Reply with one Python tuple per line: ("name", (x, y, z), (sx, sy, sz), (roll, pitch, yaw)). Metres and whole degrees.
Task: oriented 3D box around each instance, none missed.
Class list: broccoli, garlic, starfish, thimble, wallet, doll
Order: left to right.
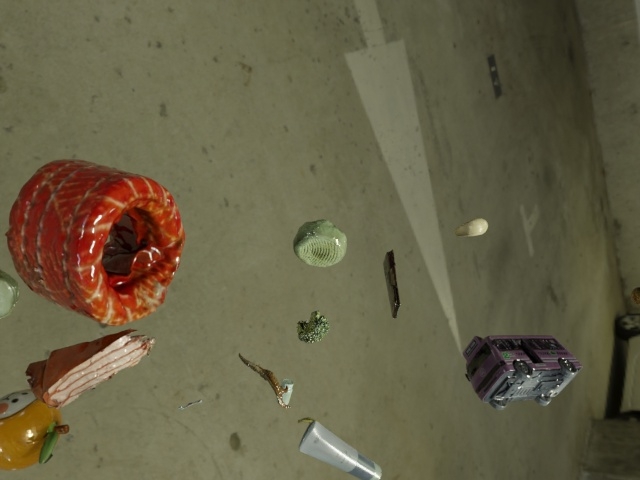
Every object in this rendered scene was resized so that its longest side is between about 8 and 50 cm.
("doll", (-0.766, 0.505, 1.405), (0.213, 0.235, 0.214), (3, 90, -79))
("thimble", (-0.478, 0.003, 1.162), (0.350, 0.230, 0.351), (12, 90, -71))
("starfish", (-0.174, 0.449, 1.731), (0.057, 0.213, 0.238), (-42, 95, -11))
("broccoli", (-0.020, 0.219, 1.357), (0.097, 0.095, 0.092), (67, 24, -61))
("wallet", (0.258, 0.157, 1.930), (0.122, 0.031, 0.233), (90, -3, -57))
("garlic", (0.368, -0.031, 1.286), (0.053, 0.083, 0.041), (-23, 97, -84))

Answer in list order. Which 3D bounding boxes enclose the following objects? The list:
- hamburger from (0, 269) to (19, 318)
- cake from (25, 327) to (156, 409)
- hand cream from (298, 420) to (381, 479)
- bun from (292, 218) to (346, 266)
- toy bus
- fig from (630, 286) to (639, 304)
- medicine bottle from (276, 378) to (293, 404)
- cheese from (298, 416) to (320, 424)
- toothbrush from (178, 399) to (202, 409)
("hamburger", (-0.793, 0.142, 1.306), (0.084, 0.054, 0.121), (30, 92, -20))
("cake", (-0.506, 0.281, 1.175), (0.135, 0.287, 0.098), (-117, -174, -57))
("hand cream", (0.053, 0.547, 1.345), (0.255, 0.048, 0.080), (38, 69, -21))
("bun", (0.000, 0.000, 1.812), (0.195, 0.195, 0.118), (47, 41, -40))
("toy bus", (0.314, 0.200, 0.835), (0.178, 0.087, 0.098), (5, 37, -29))
("fig", (0.890, 0.149, 1.449), (0.083, 0.050, 0.050), (-5, 88, -22))
("medicine bottle", (-0.126, 0.541, 1.886), (0.047, 0.047, 0.084), (2, 109, -55))
("cheese", (-0.021, 0.533, 1.503), (0.041, 0.060, 0.084), (-32, 78, -33))
("toothbrush", (-0.439, 0.555, 1.789), (0.013, 0.131, 0.011), (37, 42, -30))
